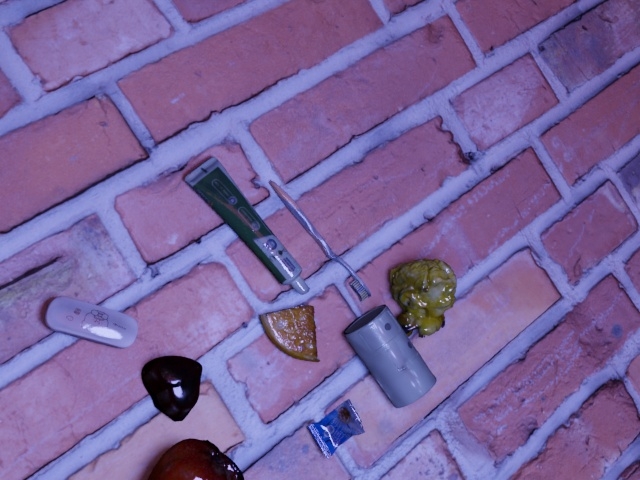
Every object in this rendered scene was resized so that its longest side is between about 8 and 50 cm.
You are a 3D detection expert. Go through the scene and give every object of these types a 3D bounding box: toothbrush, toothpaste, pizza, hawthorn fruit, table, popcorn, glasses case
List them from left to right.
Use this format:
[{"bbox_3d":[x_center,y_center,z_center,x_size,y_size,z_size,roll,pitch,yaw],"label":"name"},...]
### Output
[{"bbox_3d":[-0.481,0.174,1.816,0.194,0.049,0.074,19,70,-20],"label":"glasses case"},{"bbox_3d":[-0.284,0.526,1.768,0.251,0.189,0.189,-43,98,-8],"label":"hawthorn fruit"},{"bbox_3d":[-0.159,-0.023,2.020,0.099,0.061,0.392,-42,94,-28],"label":"toothpaste"},{"bbox_3d":[-0.061,0.204,2.020,0.178,0.041,0.130,29,69,-17],"label":"pizza"},{"bbox_3d":[0.000,0.000,2.108,0.037,0.028,0.375,-41,97,-21],"label":"toothbrush"},{"bbox_3d":[0.166,0.277,2.066,0.126,0.126,0.220,-36,95,-29],"label":"table"},{"bbox_3d":[0.263,0.140,2.128,0.173,0.169,0.195,-18,97,-65],"label":"popcorn"}]

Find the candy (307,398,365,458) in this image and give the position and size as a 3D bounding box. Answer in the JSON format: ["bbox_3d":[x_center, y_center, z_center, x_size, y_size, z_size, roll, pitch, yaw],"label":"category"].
[{"bbox_3d":[0.042,0.440,2.017,0.136,0.038,0.088,-26,76,-36],"label":"candy"}]

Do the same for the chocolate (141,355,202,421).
[{"bbox_3d":[-0.301,0.309,1.855,0.125,0.080,0.148,-26,88,-28],"label":"chocolate"}]
